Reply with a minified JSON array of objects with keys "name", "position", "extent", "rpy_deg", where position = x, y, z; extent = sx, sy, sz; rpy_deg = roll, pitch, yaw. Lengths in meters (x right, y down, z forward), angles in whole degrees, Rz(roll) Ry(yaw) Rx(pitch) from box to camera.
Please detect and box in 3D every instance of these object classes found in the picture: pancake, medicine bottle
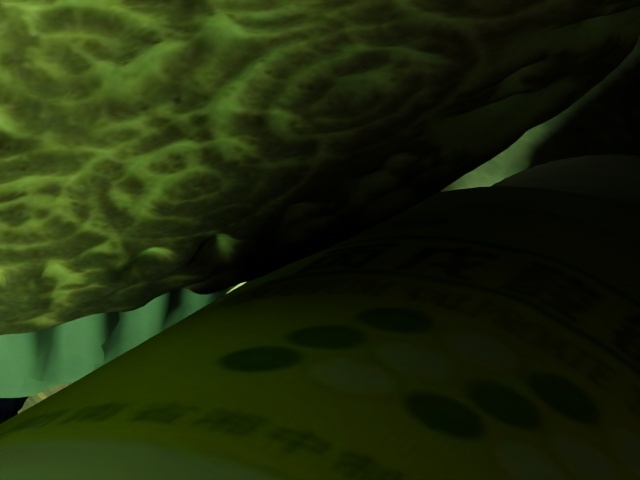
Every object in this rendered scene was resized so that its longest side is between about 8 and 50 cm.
[{"name":"pancake","position":[-0.041,-0.049,0.331],"extent":[0.286,0.288,0.033],"rpy_deg":[-43,58,50]},{"name":"medicine bottle","position":[0.030,0.103,0.499],"extent":[0.214,0.379,0.213],"rpy_deg":[6,106,22]}]

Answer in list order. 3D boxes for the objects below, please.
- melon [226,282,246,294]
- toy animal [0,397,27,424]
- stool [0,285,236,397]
[{"name":"melon","position":[-0.004,-0.004,0.722],"extent":[0.098,0.054,0.182],"rpy_deg":[53,147,31]},{"name":"toy animal","position":[-0.202,0.011,0.884],"extent":[0.185,0.122,0.298],"rpy_deg":[8,118,32]},{"name":"stool","position":[-0.102,-0.140,0.476],"extent":[0.297,0.297,0.330],"rpy_deg":[31,150,14]}]
